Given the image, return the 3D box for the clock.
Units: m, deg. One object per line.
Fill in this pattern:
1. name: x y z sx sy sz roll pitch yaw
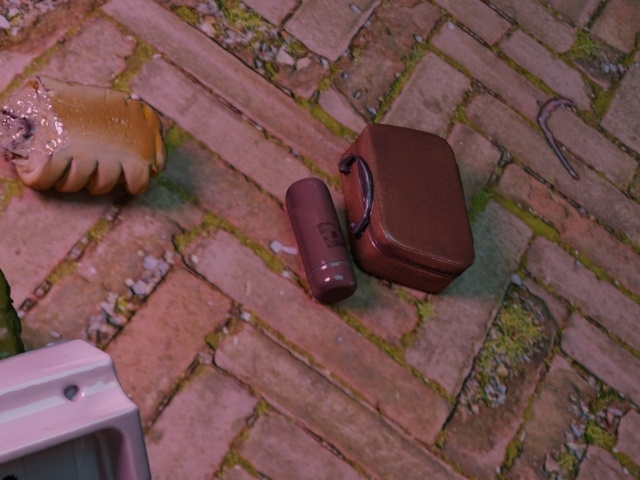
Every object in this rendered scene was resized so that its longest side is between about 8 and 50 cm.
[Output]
1. clock: -0.241 0.232 1.136 0.231 0.116 0.262 -17 104 -36

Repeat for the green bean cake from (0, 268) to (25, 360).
1. green bean cake: -0.371 0.113 1.227 0.248 0.125 0.222 6 55 -33

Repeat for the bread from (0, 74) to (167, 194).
1. bread: -0.243 -0.101 1.510 0.177 0.084 0.119 7 56 -32

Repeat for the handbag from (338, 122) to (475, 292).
1. handbag: 0.096 -0.043 1.719 0.151 0.072 0.193 15 52 -26

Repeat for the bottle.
1. bottle: 0.000 0.000 1.629 0.053 0.053 0.140 4 57 -33
